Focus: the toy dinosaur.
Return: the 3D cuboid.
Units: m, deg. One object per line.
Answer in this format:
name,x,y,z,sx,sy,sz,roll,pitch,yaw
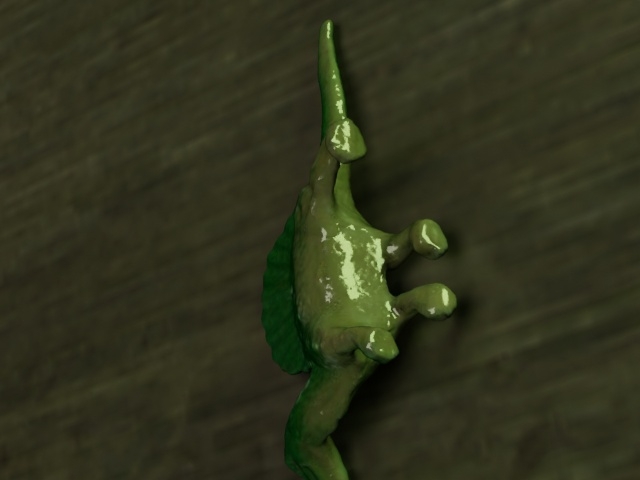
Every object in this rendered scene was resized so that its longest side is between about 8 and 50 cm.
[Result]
toy dinosaur,0.000,0.001,0.415,0.060,0.029,0.119,-37,56,46
